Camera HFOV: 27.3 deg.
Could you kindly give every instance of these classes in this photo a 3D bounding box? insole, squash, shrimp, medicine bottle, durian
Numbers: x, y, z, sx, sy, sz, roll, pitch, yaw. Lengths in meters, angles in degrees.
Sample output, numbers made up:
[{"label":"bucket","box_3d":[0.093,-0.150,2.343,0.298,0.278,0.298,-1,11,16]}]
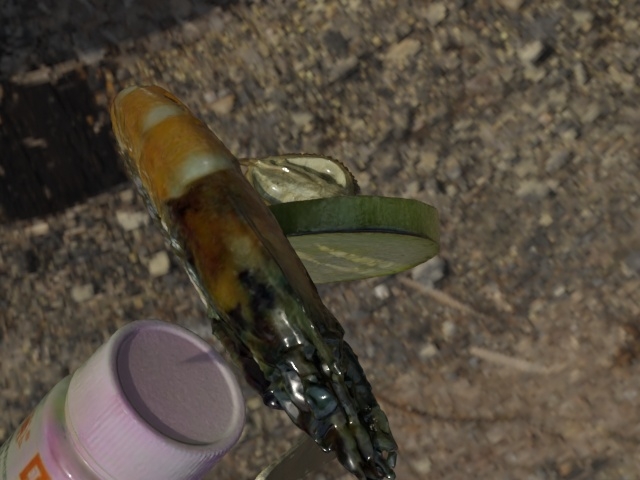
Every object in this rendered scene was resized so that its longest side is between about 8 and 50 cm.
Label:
[{"label":"insole","box_3d":[-0.012,0.227,1.396,0.081,0.011,0.248,-62,161,17]},{"label":"squash","box_3d":[0.000,0.000,1.370,0.252,0.048,0.252,-4,167,-1]},{"label":"shrimp","box_3d":[-0.065,0.051,1.100,0.085,0.445,0.272,-28,142,-15]},{"label":"medicine bottle","box_3d":[-0.276,0.284,1.630,0.219,0.219,0.388,23,127,-32]},{"label":"durian","box_3d":[-0.042,-0.059,1.803,0.188,0.148,0.091,30,140,8]}]
